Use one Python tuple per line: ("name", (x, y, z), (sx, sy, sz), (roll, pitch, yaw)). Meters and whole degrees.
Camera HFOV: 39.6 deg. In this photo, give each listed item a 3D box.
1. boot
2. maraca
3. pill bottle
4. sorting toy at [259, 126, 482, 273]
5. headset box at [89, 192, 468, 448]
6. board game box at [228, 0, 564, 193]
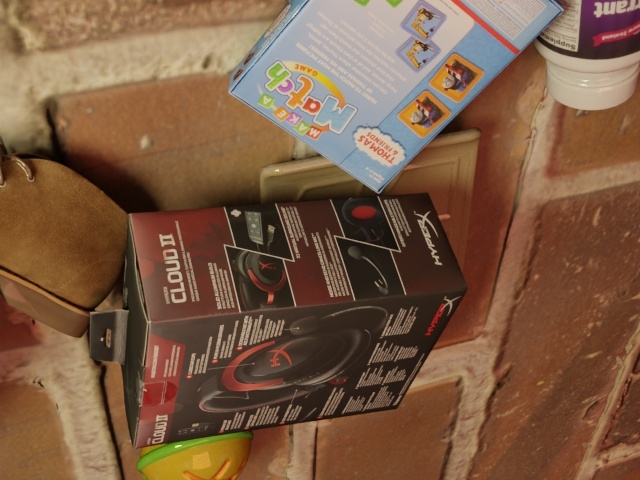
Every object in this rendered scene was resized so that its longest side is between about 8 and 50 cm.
("boot", (-0.262, -0.037, 0.662), (0.115, 0.112, 0.305), (-53, 139, -2))
("maraca", (-0.138, 0.233, 0.969), (0.127, 0.099, 0.186), (-8, 159, -17))
("pill bottle", (0.227, -0.206, 0.724), (0.108, 0.108, 0.193), (-21, 137, -8))
("sorting toy", (0.000, 0.000, 0.861), (0.307, 0.041, 0.229), (-11, 135, -12))
("headset box", (-0.051, 0.074, 0.777), (0.293, 0.110, 0.218), (-5, 144, -18))
("board game box", (0.054, -0.153, 0.691), (0.160, 0.039, 0.211), (32, 118, -25))
